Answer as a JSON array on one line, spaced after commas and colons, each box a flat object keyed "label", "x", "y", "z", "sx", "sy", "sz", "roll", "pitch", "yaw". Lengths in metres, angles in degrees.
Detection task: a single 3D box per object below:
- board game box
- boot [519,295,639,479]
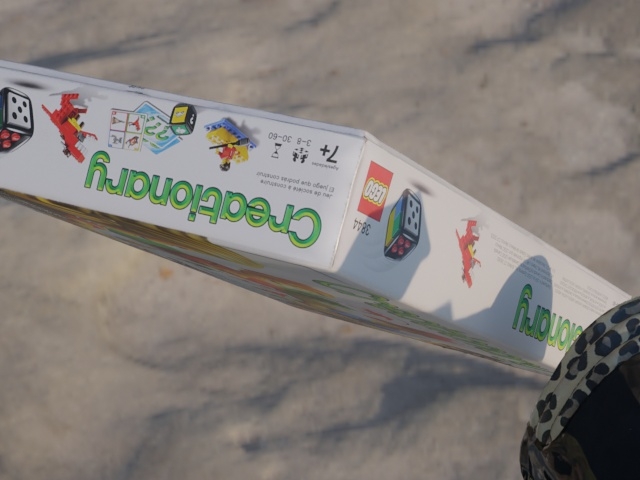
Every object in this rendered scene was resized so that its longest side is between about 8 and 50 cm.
[{"label": "board game box", "x": 0.000, "y": 0.000, "z": 0.690, "sx": 0.193, "sy": 0.305, "sz": 0.053, "roll": 13, "pitch": 84, "yaw": 31}, {"label": "boot", "x": 0.105, "y": 0.141, "z": 0.534, "sx": 0.085, "sy": 0.236, "sz": 0.178, "roll": 22, "pitch": 15, "yaw": -16}]
